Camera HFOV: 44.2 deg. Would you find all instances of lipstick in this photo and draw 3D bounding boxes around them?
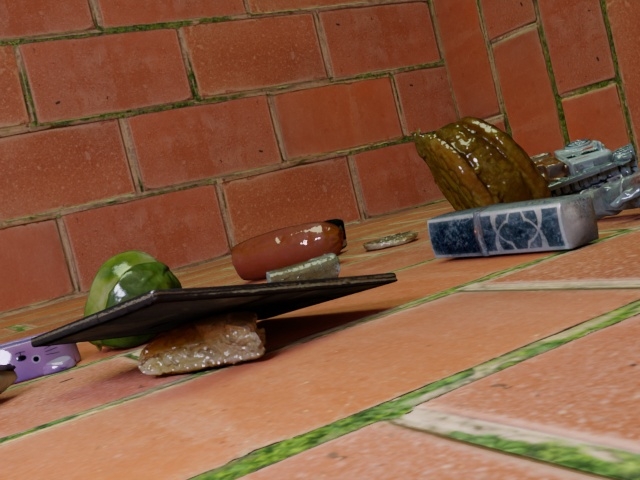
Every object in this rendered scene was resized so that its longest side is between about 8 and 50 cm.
[{"bbox_3d":[0.282,-0.019,1.188,0.076,0.077,0.289,-15,4,-32],"label":"lipstick"}]

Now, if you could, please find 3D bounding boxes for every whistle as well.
[{"bbox_3d":[0.529,-0.098,1.212,0.142,0.134,0.346,-54,10,-20],"label":"whistle"}]

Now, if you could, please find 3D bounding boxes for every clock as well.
[{"bbox_3d":[-0.420,0.167,1.111,0.152,0.050,0.110,-15,3,-20],"label":"clock"}]

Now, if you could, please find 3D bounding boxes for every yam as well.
[{"bbox_3d":[-0.031,0.062,1.366,0.132,0.054,0.054,-15,3,-18],"label":"yam"}]

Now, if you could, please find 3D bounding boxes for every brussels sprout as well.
[{"bbox_3d":[-0.280,0.090,1.193,0.131,0.145,0.183,14,12,7],"label":"brussels sprout"}]

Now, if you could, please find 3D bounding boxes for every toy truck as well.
[{"bbox_3d":[0.460,-0.103,1.561,0.338,0.133,0.184,-16,13,5],"label":"toy truck"}]

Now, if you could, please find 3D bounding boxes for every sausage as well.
[{"bbox_3d":[-0.069,0.021,1.772,0.259,0.113,0.113,-14,3,22],"label":"sausage"}]

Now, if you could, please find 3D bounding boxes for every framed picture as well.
[{"bbox_3d":[-0.116,0.079,0.908,0.347,0.016,0.265,-1,-14,-45],"label":"framed picture"}]

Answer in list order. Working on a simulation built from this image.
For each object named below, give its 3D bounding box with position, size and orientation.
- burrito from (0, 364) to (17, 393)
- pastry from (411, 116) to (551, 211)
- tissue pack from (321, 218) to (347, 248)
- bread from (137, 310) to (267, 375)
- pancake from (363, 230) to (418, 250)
[{"bbox_3d":[-0.438,0.179,0.832,0.096,0.066,0.309,-8,5,12],"label":"burrito"},{"bbox_3d":[0.290,-0.109,1.382,0.132,0.240,0.235,-34,20,-1],"label":"pastry"},{"bbox_3d":[0.000,0.000,2.013,0.103,0.090,0.170,-15,1,17],"label":"tissue pack"},{"bbox_3d":[-0.105,0.105,0.873,0.154,0.054,0.136,-10,1,25],"label":"bread"},{"bbox_3d":[0.170,0.000,1.898,0.139,0.022,0.139,-14,3,1],"label":"pancake"}]
